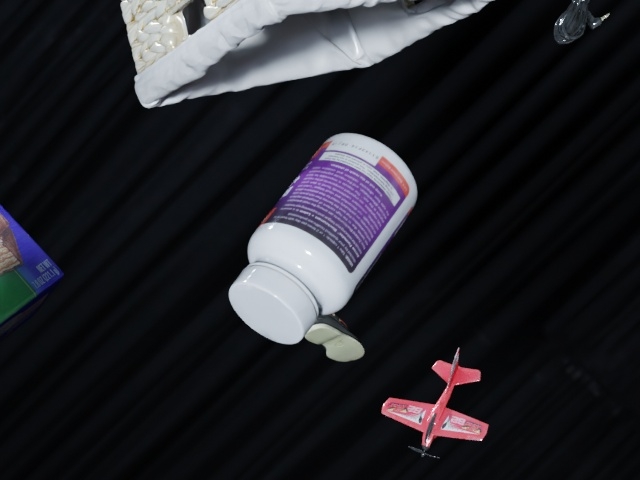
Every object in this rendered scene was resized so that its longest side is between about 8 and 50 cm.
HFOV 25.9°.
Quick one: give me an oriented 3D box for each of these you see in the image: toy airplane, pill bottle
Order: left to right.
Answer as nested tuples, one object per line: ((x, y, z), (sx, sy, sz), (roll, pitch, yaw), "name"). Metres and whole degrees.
((0.000, 0.000, 1.286), (0.108, 0.193, 0.108), (25, 147, 18), "pill bottle")
((0.157, 0.213, 1.816), (0.151, 0.151, 0.028), (50, -179, 34), "toy airplane")

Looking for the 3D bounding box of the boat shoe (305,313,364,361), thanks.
((0.017, 0.120, 1.783), (0.133, 0.049, 0.042), (40, -149, -52), "boat shoe")

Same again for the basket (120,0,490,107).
((-0.021, -0.323, 1.463), (0.328, 0.331, 0.266), (-20, 84, 60), "basket")

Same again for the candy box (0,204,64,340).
((-0.507, 0.013, 1.623), (0.317, 0.122, 0.268), (47, -133, 1), "candy box")

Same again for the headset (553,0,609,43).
((0.312, -0.382, 1.665), (0.243, 0.185, 0.394), (22, 172, 16), "headset")
